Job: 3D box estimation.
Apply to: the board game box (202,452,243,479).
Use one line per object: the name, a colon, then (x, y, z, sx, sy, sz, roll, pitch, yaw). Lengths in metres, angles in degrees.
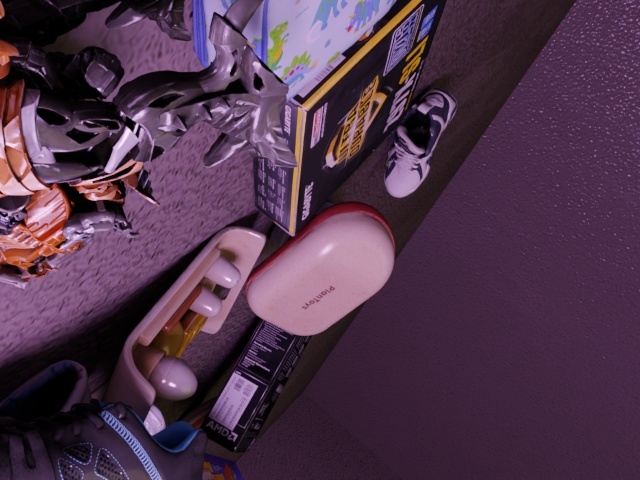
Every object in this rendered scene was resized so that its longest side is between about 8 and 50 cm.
board game box: (-0.307, 0.459, 1.152, 0.347, 0.078, 0.233, -32, 153, 2)

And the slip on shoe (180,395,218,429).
slip on shoe: (-0.303, 0.479, 1.613, 0.331, 0.101, 0.123, -54, 167, 11)

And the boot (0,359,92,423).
boot: (-0.334, 0.230, 0.737, 0.258, 0.095, 0.123, -53, 167, -39)

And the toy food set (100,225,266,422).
toy food set: (-0.175, 0.142, 0.926, 0.220, 0.092, 0.306, -59, 178, 39)

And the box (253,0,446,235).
box: (0.029, -0.171, 0.875, 0.257, 0.079, 0.322, -49, 169, -20)

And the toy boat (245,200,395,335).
toy boat: (-0.001, 0.022, 1.058, 0.231, 0.151, 0.151, -39, -143, 28)

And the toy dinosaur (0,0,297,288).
toy dinosaur: (-0.139, -0.069, 0.384, 0.218, 0.164, 0.322, -29, -177, -22)

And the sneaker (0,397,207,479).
sneaker: (-0.249, 0.203, 0.672, 0.340, 0.125, 0.140, 32, 72, -46)

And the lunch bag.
lunch bag: (0.000, -0.220, 0.556, 0.219, 0.090, 0.176, -47, 169, -21)

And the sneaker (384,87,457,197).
sneaker: (0.167, -0.172, 1.382, 0.153, 0.094, 0.235, -31, 158, -56)

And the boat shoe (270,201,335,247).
boat shoe: (0.000, 0.000, 1.269, 0.109, 0.094, 0.302, -53, 169, 13)

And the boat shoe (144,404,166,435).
boat shoe: (-0.286, 0.350, 1.227, 0.103, 0.118, 0.320, -42, 160, -18)

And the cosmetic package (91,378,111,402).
cosmetic package: (-0.281, 0.220, 0.998, 0.115, 0.041, 0.060, -39, 164, -47)

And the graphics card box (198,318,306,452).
graphics card box: (-0.109, 0.259, 1.528, 0.371, 0.094, 0.233, -62, 172, -12)
